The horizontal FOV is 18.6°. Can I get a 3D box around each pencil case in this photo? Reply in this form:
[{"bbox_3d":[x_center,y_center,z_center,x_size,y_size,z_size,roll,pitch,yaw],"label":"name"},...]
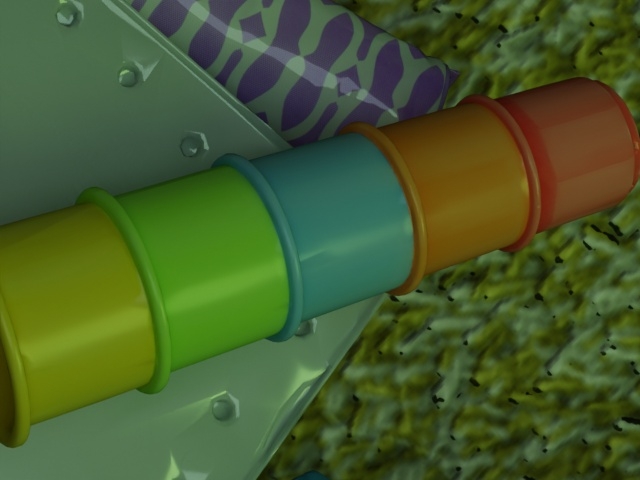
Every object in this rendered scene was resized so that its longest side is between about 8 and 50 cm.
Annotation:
[{"bbox_3d":[-0.035,-0.098,0.953,0.206,0.086,0.088,32,43,-11],"label":"pencil case"}]

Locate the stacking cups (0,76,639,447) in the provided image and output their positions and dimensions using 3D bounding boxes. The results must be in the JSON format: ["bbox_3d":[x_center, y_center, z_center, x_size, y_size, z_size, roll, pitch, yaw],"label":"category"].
[{"bbox_3d":[0.000,0.000,0.843,0.316,0.096,0.096,-16,93,-22],"label":"stacking cups"}]

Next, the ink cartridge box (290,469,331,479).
[{"bbox_3d":[0.022,0.238,0.817,0.171,0.233,0.168,-16,126,-52],"label":"ink cartridge box"}]

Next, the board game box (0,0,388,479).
[{"bbox_3d":[-0.217,0.035,0.833,0.390,0.050,0.390,41,73,-13],"label":"board game box"}]
